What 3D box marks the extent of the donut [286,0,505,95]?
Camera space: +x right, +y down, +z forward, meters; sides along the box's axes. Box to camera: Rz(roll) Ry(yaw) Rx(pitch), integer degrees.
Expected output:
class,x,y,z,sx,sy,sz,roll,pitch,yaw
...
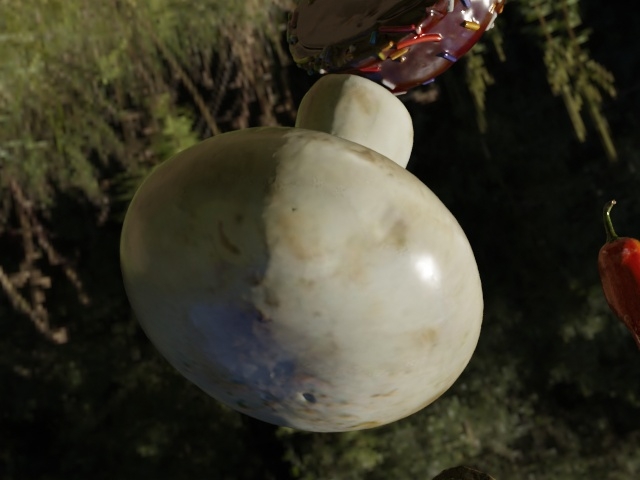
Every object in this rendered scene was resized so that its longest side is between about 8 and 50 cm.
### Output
class,x,y,z,sx,sy,sz,roll,pitch,yaw
donut,0.078,-0.219,1.247,0.235,0.235,0.089,-31,123,24

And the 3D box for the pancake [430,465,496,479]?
class,x,y,z,sx,sy,sz,roll,pitch,yaw
pancake,0.126,0.259,1.250,0.115,0.115,0.011,-18,151,6

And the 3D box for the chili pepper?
class,x,y,z,sx,sy,sz,roll,pitch,yaw
chili pepper,0.291,0.054,1.294,0.050,0.191,0.059,-19,160,11

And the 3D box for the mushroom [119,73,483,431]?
class,x,y,z,sx,sy,sz,roll,pitch,yaw
mushroom,0.000,0.000,0.925,0.243,0.243,0.243,-11,150,-7
